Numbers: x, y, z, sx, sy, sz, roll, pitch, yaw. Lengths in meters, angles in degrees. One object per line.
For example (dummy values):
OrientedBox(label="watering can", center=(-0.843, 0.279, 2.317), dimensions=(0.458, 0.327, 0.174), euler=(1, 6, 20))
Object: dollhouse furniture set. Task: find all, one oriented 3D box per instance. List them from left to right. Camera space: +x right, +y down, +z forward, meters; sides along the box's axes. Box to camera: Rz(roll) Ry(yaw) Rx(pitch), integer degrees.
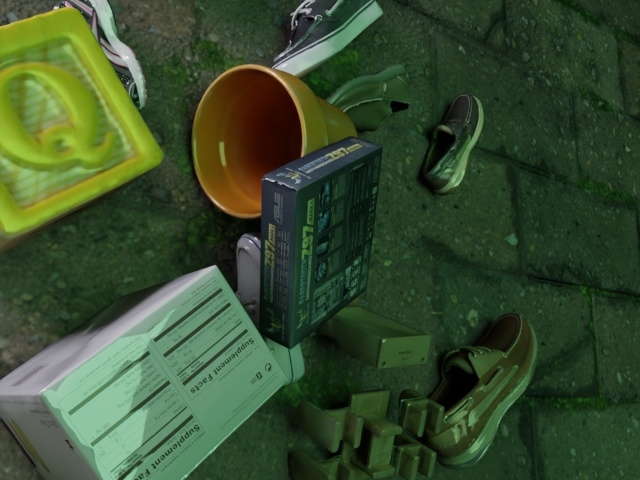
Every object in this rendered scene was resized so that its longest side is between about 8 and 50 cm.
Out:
OrientedBox(label="dollhouse furniture set", center=(0.057, 0.237, 0.993), dimensions=(0.212, 0.161, 0.242), euler=(3, 99, -38))

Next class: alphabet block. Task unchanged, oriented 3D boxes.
OrientedBox(label="alphabet block", center=(-0.325, -0.106, 0.715), dimensions=(0.193, 0.197, 0.192), euler=(-38, 102, -36))

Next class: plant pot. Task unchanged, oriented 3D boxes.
OrientedBox(label="plant pot", center=(-0.047, -0.137, 0.950), dimensions=(0.188, 0.205, 0.205), euler=(-8, 84, -54))

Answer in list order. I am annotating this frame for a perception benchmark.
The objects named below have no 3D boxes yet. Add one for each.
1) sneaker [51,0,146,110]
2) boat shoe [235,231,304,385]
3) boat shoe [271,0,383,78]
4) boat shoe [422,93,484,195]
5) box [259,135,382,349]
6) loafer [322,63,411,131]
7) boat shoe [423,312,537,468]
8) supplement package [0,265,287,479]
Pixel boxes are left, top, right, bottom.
OrientedBox(label="sneaker", center=(-0.293, -0.239, 0.864), dimensions=(0.077, 0.072, 0.178), euler=(-26, 88, -26))
OrientedBox(label="boat shoe", center=(-0.083, 0.102, 0.923), dimensions=(0.076, 0.083, 0.226), euler=(-19, 92, -40))
OrientedBox(label="boat shoe", center=(-0.003, -0.351, 1.077), dimensions=(0.102, 0.108, 0.301), euler=(53, 52, -15))
OrientedBox(label="boat shoe", center=(0.248, -0.195, 1.248), dimensions=(0.073, 0.080, 0.224), euler=(33, 66, -33))
OrientedBox(label="box", center=(0.000, 0.000, 0.858), dimensions=(0.183, 0.059, 0.233), euler=(-33, 136, -45))
OrientedBox(label="loafer", center=(0.078, -0.229, 1.117), dimensions=(0.251, 0.094, 0.087), euler=(-32, 95, -38))
OrientedBox(label="boat shoe", center=(0.276, 0.236, 1.146), dimensions=(0.116, 0.123, 0.324), euler=(50, 53, -15))
OrientedBox(label="supplement package", center=(-0.206, 0.157, 0.703), dimensions=(0.204, 0.262, 0.145), euler=(-39, 103, -36))
